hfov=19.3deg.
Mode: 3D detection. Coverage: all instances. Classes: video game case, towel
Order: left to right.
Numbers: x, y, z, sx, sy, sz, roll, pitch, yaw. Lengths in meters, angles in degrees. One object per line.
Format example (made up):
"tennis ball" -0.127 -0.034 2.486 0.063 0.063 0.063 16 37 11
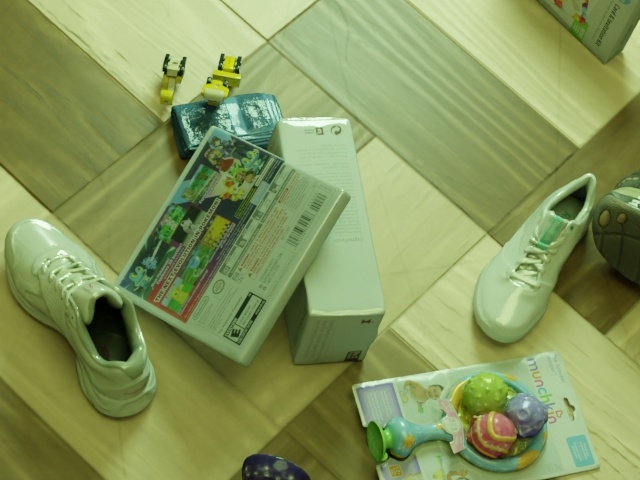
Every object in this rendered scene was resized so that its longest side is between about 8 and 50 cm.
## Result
"towel" -0.100 -0.127 2.039 0.119 0.029 0.067 -10 63 -16
"video game case" -0.091 0.003 1.890 0.183 0.023 0.201 27 83 32

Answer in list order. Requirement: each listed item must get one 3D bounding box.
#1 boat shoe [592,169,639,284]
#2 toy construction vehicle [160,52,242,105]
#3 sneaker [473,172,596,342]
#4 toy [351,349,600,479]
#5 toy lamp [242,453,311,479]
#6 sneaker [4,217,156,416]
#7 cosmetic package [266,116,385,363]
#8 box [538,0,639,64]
"boat shoe" 0.463 0.034 2.009 0.355 0.132 0.130 37 56 3
"toy construction vehicle" -0.131 -0.171 2.044 0.086 0.035 0.098 8 32 -3
"sneaker" 0.231 0.010 1.995 0.080 0.094 0.212 31 60 4
"toy" 0.163 0.182 1.908 0.237 0.056 0.137 -10 65 -16
"toy lamp" -0.079 0.336 1.761 0.080 0.080 0.274 21 59 0
"sneaker" -0.232 0.057 1.860 0.090 0.115 0.232 -32 72 -25
"cosmetic package" 0.000 0.000 1.941 0.085 0.117 0.231 -2 61 -12
"box" 0.291 -0.309 2.154 0.038 0.145 0.186 -39 76 -24
